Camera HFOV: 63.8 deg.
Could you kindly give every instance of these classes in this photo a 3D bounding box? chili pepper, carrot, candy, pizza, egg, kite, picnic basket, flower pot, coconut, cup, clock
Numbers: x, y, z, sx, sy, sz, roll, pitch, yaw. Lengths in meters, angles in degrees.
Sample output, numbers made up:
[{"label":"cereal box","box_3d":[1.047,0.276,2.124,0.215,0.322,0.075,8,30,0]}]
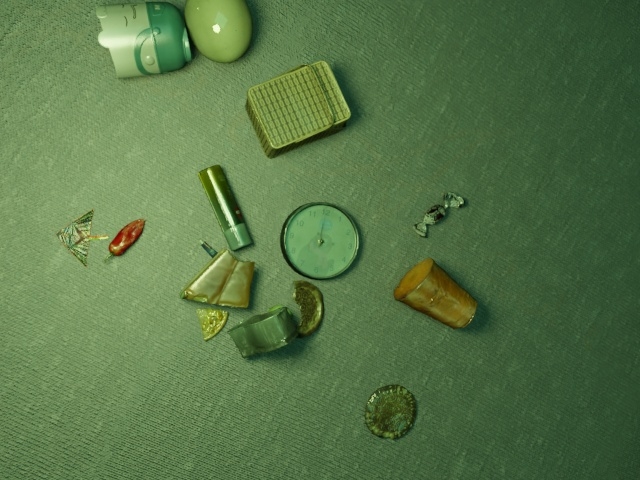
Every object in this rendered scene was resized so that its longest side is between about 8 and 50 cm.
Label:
[{"label":"chili pepper","box_3d":[-0.634,-0.003,1.663,0.059,0.050,0.191,40,68,-4]},{"label":"carrot","box_3d":[0.411,0.206,1.800,0.254,0.196,0.196,38,80,-10]},{"label":"candy","box_3d":[0.434,-0.096,1.887,0.226,0.051,0.094,-36,97,-11]},{"label":"pizza","box_3d":[-0.376,0.266,1.713,0.108,0.026,0.123,38,81,-5]},{"label":"egg","box_3d":[-0.331,-0.714,1.679,0.219,0.219,0.269,-8,85,-12]},{"label":"kite","box_3d":[-0.767,-0.012,1.657,0.159,0.010,0.190,8,87,-13]},{"label":"picnic basket","box_3d":[-0.074,-0.444,1.738,0.313,0.175,0.228,-24,91,-12]},{"label":"flower pot","box_3d":[-0.189,0.300,1.663,0.103,0.229,0.108,-31,95,-53]},{"label":"coconut","box_3d":[-0.135,0.265,1.734,0.088,0.088,0.096,-37,67,-11]},{"label":"cup","box_3d":[-0.563,-0.663,1.646,0.258,0.219,0.289,-11,57,-13]},{"label":"clock","box_3d":[0.000,0.000,1.790,0.281,0.055,0.280,1,87,-12]}]

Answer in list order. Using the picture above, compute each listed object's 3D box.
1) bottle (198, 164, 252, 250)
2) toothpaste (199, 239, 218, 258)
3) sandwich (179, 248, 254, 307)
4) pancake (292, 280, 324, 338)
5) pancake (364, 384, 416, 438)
[{"label":"bottle","box_3d":[-0.317,-0.107,1.717,0.082,0.082,0.286,-23,92,-12]},{"label":"toothpaste","box_3d":[-0.376,0.028,1.729,0.027,0.019,0.083,-45,103,-12]},{"label":"sandwich","box_3d":[-0.338,0.116,1.683,0.220,0.108,0.186,9,86,-15]},{"label":"pancake","box_3d":[-0.057,0.229,1.748,0.184,0.020,0.190,-40,108,-33]},{"label":"pancake","box_3d":[0.250,0.608,1.824,0.199,0.021,0.199,1,87,-12]}]
